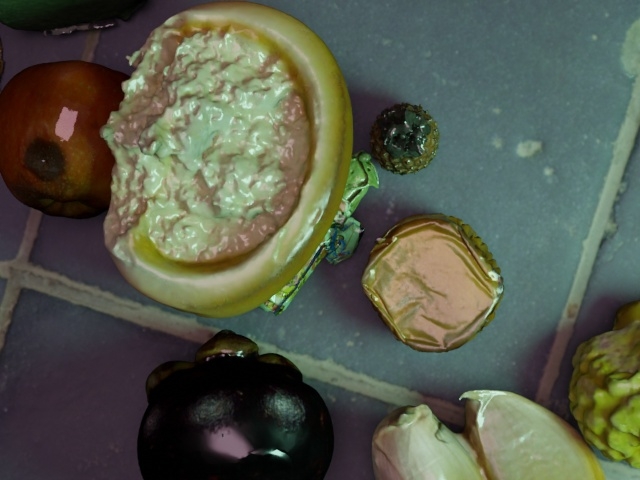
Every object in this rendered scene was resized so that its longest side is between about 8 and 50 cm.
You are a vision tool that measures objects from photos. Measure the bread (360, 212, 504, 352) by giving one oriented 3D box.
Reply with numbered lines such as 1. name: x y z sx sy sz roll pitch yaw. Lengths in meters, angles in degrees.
1. bread: 0.161 0.059 1.539 0.199 0.104 0.199 0 89 8

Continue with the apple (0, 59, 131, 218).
1. apple: -0.339 -0.138 1.512 0.230 0.230 0.229 0 89 4

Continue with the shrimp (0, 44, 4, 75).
1. shrimp: -0.581 -0.301 1.617 0.173 0.058 0.253 -37 90 -6

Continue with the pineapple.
1. pineapple: 0.116 -0.149 1.498 0.108 0.198 0.108 0 86 6

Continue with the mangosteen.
1. mangosteen: -0.118 0.260 1.497 0.288 0.287 0.233 -12 117 3

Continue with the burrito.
1. burrito: 0.000 0.000 1.568 0.104 0.054 0.288 36 90 15

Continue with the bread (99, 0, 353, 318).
1. bread: -0.137 -0.107 1.474 0.329 0.245 0.423 15 83 -12

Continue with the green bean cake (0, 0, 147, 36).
1. green bean cake: -0.364 -0.382 1.525 0.227 0.222 0.124 -7 79 5

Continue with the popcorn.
1. popcorn: 0.467 0.204 1.471 0.259 0.259 0.212 -27 112 3

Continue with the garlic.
1. garlic: 0.228 0.350 1.479 0.286 0.249 0.313 -42 67 18
